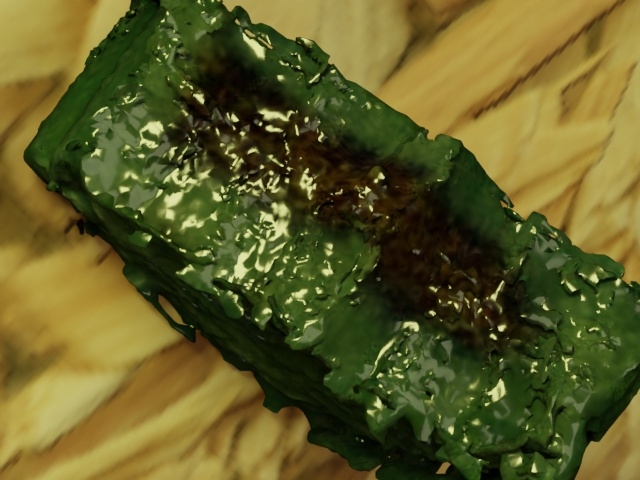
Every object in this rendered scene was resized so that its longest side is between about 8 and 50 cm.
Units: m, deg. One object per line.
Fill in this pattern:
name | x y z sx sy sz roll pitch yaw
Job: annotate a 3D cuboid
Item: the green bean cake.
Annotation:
green bean cake | 0.000 0.000 0.560 0.208 0.193 0.107 45 77 -24
